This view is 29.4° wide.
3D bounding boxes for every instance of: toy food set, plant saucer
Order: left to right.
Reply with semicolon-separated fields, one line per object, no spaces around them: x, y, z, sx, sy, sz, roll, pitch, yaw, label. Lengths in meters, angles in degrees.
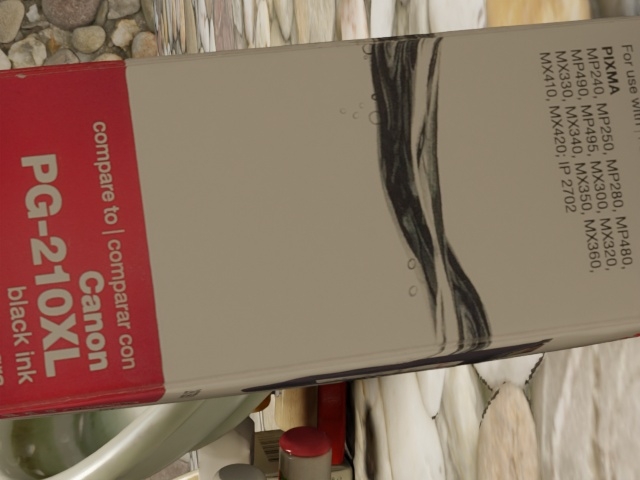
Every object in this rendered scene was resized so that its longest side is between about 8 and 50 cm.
-0.096;0.052;0.948;0.400;0.100;0.400;-40;24;22;plant saucer
-0.035;0.126;0.963;0.232;0.111;0.105;-79;-8;-72;toy food set

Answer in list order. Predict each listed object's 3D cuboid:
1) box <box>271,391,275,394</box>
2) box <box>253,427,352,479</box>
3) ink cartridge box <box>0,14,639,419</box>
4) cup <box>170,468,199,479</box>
-0.160;0.066;1.194;0.143;0.270;0.165;110;154;-65;box
-0.026;0.307;1.045;0.113;0.094;0.275;-142;50;-74;box
0.000;0.000;0.429;0.172;0.237;0.100;141;122;-77;ink cartridge box
-0.142;0.419;1.252;0.237;0.331;0.331;59;172;-9;cup
